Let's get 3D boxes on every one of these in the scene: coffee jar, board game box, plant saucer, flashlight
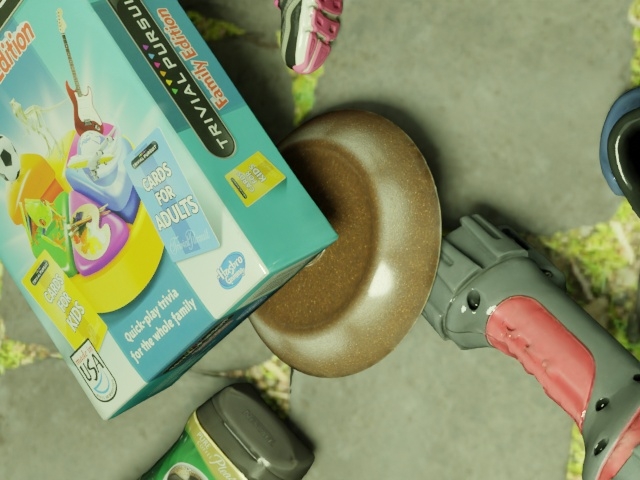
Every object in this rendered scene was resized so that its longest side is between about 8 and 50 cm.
[{"bbox_3d":[-0.094,0.197,1.355,0.184,0.079,0.096,-46,76,15],"label":"coffee jar"},{"bbox_3d":[-0.168,-0.068,1.306,0.336,0.079,0.254,56,136,8],"label":"board game box"},{"bbox_3d":[0.000,0.000,1.294,0.199,0.036,0.198,-7,80,41],"label":"plant saucer"},{"bbox_3d":[0.161,0.096,1.184,0.103,0.103,0.304,-57,45,12],"label":"flashlight"}]

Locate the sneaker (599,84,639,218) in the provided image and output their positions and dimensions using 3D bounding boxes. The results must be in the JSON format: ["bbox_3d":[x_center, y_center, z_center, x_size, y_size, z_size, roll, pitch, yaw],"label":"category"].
[{"bbox_3d":[0.305,0.004,1.165,0.316,0.182,0.127,33,104,13],"label":"sneaker"}]

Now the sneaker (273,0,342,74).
[{"bbox_3d":[-0.028,-0.206,1.323,0.075,0.063,0.170,-2,87,17],"label":"sneaker"}]
